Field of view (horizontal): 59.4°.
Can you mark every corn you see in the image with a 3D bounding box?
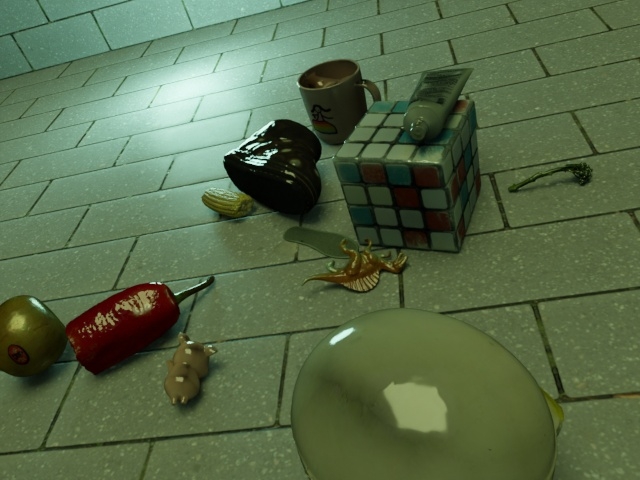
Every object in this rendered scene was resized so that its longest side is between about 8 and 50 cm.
[{"bbox_3d":[-0.265,-0.110,1.584,0.165,0.063,0.085,20,62,40],"label":"corn"}]

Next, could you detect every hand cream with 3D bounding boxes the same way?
[{"bbox_3d":[0.247,-0.305,1.217,0.124,0.078,0.341,1,35,25],"label":"hand cream"}]

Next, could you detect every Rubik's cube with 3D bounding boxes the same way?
[{"bbox_3d":[0.212,-0.153,1.291,0.256,0.253,0.259,6,43,28],"label":"Rubik's cube"}]

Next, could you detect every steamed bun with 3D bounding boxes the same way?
[{"bbox_3d":[0.133,0.259,0.788,0.334,0.334,0.374,-39,42,-23],"label":"steamed bun"}]

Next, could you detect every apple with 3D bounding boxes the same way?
[{"bbox_3d":[-0.670,0.220,1.273,0.182,0.182,0.155,27,65,42],"label":"apple"}]

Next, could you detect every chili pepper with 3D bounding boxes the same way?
[{"bbox_3d":[-0.388,0.160,1.263,0.338,0.131,0.134,-27,49,-13],"label":"chili pepper"}]

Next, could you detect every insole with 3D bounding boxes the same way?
[{"bbox_3d":[0.000,0.000,1.394,0.232,0.003,0.080,17,51,37],"label":"insole"}]

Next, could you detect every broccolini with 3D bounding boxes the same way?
[{"bbox_3d":[0.540,-0.154,1.320,0.194,0.052,0.054,-8,36,14],"label":"broccolini"}]

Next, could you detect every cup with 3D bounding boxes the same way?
[{"bbox_3d":[0.073,-0.415,1.700,0.252,0.200,0.191,11,47,33],"label":"cup"}]

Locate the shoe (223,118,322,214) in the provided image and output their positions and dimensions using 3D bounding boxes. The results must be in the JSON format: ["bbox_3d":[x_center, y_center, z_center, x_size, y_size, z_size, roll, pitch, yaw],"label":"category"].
[{"bbox_3d":[-0.088,-0.213,1.550,0.237,0.171,0.384,-41,36,-20],"label":"shoe"}]

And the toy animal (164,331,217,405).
[{"bbox_3d":[-0.266,0.263,1.129,0.089,0.083,0.150,-43,29,44],"label":"toy animal"}]

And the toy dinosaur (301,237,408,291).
[{"bbox_3d":[0.078,0.074,1.251,0.212,0.057,0.142,-44,63,-12],"label":"toy dinosaur"}]
